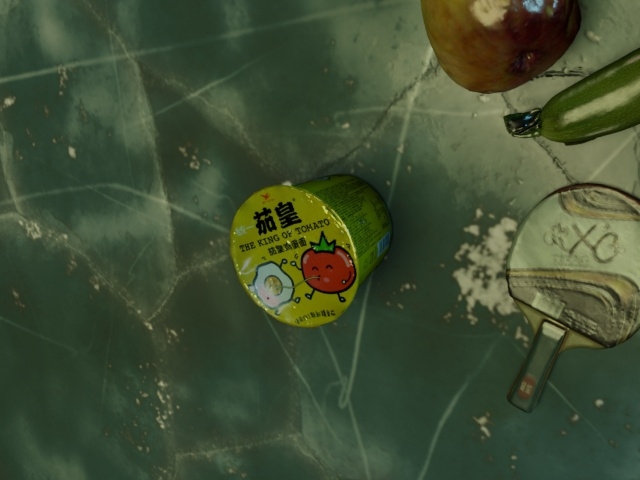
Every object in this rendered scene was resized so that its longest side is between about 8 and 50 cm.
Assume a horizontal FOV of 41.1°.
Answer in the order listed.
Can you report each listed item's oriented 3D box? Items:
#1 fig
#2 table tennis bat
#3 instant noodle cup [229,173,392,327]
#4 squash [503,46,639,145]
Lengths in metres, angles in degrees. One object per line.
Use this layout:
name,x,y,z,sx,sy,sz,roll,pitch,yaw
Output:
fig,0.152,-0.270,0.902,0.257,0.159,0.159,53,128,30
table tennis bat,0.286,0.074,0.995,0.173,0.022,0.301,29,118,21
instant noodle cup,0.000,0.000,1.074,0.182,0.144,0.182,11,113,28
squash,0.334,-0.166,0.841,0.318,0.071,0.080,-24,135,37
